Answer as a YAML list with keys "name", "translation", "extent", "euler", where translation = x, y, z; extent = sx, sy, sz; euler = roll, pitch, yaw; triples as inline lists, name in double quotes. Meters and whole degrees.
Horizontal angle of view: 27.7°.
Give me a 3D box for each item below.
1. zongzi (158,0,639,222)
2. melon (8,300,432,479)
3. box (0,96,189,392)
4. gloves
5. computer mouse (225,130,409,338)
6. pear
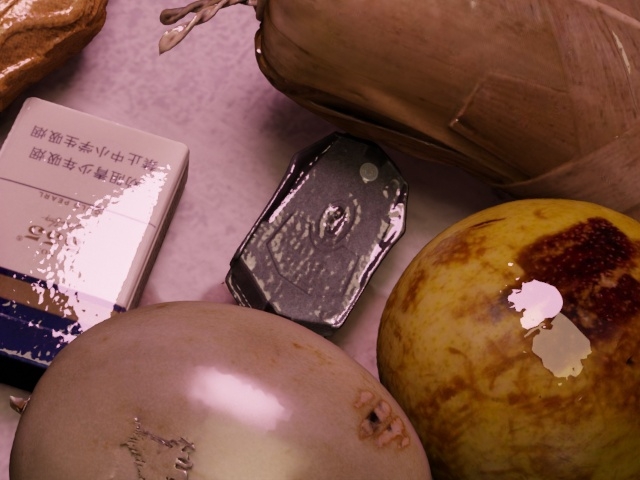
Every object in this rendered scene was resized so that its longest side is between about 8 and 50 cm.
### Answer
- name: "zongzi"
  translation: [0.147, -0.097, 1.147]
  extent: [0.499, 0.218, 0.467]
  euler: [-5, 59, -31]
- name: "melon"
  translation: [-0.083, 0.179, 0.977]
  extent: [0.330, 0.268, 0.269]
  euler: [23, 60, 12]
- name: "box"
  translation: [-0.232, 0.008, 1.158]
  extent: [0.168, 0.071, 0.259]
  euler: [18, 61, 1]
- name: "gloves"
  translation: [-0.280, -0.238, 1.231]
  extent: [0.155, 0.203, 0.357]
  euler: [31, 64, -18]
- name: "computer mouse"
  translation: [-0.003, -0.001, 1.204]
  extent: [0.126, 0.071, 0.231]
  euler: [34, 66, -8]
- name: "pear"
  translation: [0.186, 0.099, 1.063]
  extent: [0.283, 0.284, 0.284]
  euler: [4, 61, -7]
